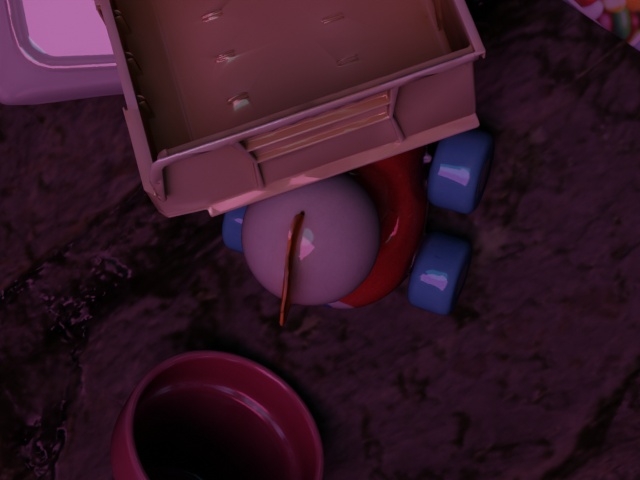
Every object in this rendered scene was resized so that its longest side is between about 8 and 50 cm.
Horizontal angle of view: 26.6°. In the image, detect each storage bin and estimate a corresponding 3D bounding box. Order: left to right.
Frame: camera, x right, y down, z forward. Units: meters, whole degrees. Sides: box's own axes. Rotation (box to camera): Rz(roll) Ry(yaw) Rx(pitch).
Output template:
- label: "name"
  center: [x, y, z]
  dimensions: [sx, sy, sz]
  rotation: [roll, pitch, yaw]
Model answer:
- label: "storage bin"
  center: [-0.039, -0.182, 1.027]
  dimensions: [0.260, 0.123, 0.262]
  rotation: [-18, 68, 2]

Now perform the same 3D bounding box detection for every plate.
- label: "plate"
  center: [-0.172, -0.254, 1.164]
  dimensions: [0.277, 0.045, 0.278]
  rotation: [-3, 110, 4]

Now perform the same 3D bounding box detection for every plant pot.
- label: "plant pot"
  center: [-0.120, 0.236, 1.311]
  dimensions: [0.201, 0.201, 0.180]
  rotation: [38, 134, 4]

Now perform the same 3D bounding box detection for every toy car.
- label: "toy car"
  center: [0.000, 0.000, 1.122]
  dimensions: [0.219, 0.238, 0.210]
  rotation: [18, 125, 13]

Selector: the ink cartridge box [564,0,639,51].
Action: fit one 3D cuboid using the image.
- label: "ink cartridge box"
  center: [0.259, -0.250, 1.037]
  dimensions: [0.311, 0.065, 0.186]
  rotation: [34, 119, 4]
